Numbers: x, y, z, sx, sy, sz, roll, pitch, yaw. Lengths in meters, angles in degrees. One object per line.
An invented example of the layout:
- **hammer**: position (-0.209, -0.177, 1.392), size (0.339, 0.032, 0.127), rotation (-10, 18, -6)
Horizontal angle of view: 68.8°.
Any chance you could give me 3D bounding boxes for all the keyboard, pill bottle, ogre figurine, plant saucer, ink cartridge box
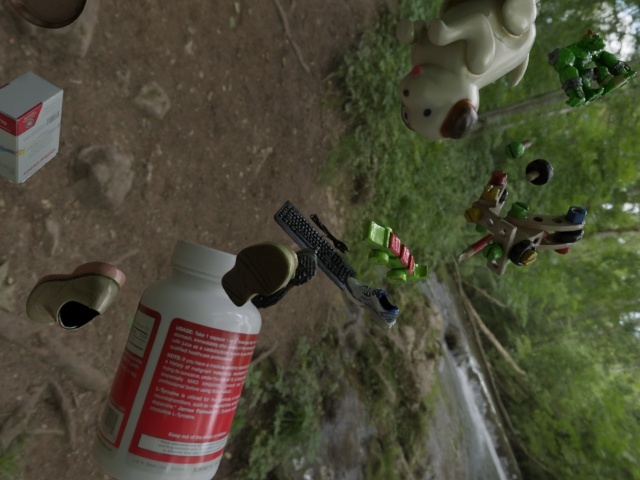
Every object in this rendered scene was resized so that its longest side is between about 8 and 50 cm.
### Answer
- **keyboard**: position (0.000, 0.000, 1.437), size (0.317, 0.033, 0.201), rotation (47, 29, -10)
- **pill bottle**: position (-0.246, 0.215, 0.873), size (0.229, 0.229, 0.407), rotation (32, 74, -70)
- **ogre figurine**: position (0.500, -0.322, 0.879), size (0.118, 0.197, 0.097), rotation (58, -9, 10)
- **plant saucer**: position (-0.538, -0.506, 0.919), size (0.029, 0.169, 0.168), rotation (-95, 159, -70)
- **ink cartridge box**: position (-0.577, -0.216, 0.907), size (0.072, 0.175, 0.127), rotation (30, 44, -9)

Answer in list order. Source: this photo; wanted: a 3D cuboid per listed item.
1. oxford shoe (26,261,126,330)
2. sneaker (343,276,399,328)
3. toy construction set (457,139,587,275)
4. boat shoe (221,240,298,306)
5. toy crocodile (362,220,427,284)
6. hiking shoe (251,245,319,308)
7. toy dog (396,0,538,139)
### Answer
- **oxford shoe**: position (-0.714, 0.178, 1.297), size (0.140, 0.397, 0.146), rotation (42, 39, -35)
- **sneaker**: position (0.107, 0.113, 0.949), size (0.135, 0.058, 0.052), rotation (40, 42, 18)
- **toy construction set**: position (0.407, -0.017, 1.081), size (0.257, 0.237, 0.309), rotation (53, -27, 18)
- **boat shoe**: position (-0.061, 0.032, 0.508), size (0.048, 0.153, 0.056), rotation (-32, 85, -35)
- **toy crocodile**: position (0.235, 0.045, 1.488), size (0.340, 0.105, 0.115), rotation (44, 50, -42)
- **hiking shoe**: position (-0.097, 0.089, 1.137), size (0.086, 0.227, 0.114), rotation (60, 19, -12)
- **toy dog**: position (0.354, -0.460, 1.220), size (0.285, 0.407, 0.395), rotation (32, -3, 41)
